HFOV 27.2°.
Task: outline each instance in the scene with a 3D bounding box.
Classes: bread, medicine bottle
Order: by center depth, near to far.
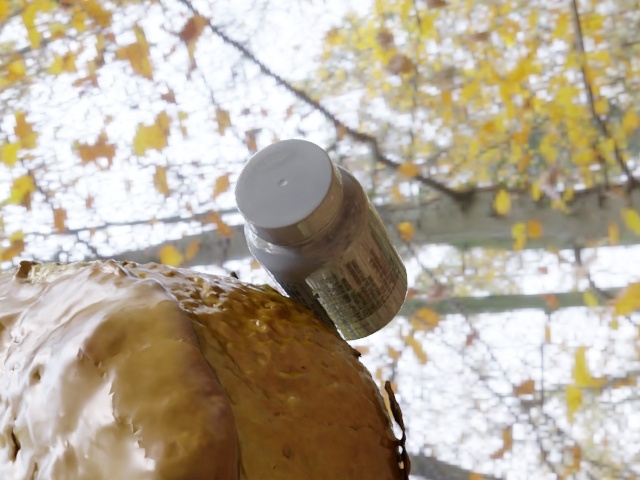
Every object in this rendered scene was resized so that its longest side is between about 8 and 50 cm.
[{"bbox_3d":[-0.120,0.203,0.771,0.215,0.398,0.398,0,-94,-40],"label":"bread"},{"bbox_3d":[0.000,0.000,0.820,0.140,0.079,0.079,56,-132,-54],"label":"medicine bottle"}]
